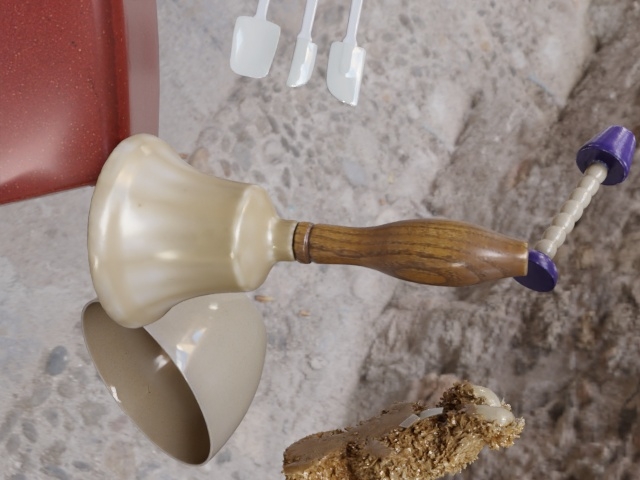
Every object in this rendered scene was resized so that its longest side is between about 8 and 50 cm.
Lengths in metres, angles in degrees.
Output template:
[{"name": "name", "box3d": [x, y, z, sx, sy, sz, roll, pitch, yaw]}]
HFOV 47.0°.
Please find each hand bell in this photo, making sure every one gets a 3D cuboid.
[{"name": "hand bell", "box3d": [0.000, 0.000, 0.443, 0.126, 0.242, 0.126, 3, 90, -74]}]

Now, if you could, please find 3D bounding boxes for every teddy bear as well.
[{"name": "teddy bear", "box3d": [0.119, 0.296, 1.018, 0.338, 0.245, 0.113, -22, 98, -14]}]

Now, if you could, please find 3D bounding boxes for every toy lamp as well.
[{"name": "toy lamp", "box3d": [0.355, -0.053, 1.013, 0.080, 0.080, 0.274, 47, 65, -21]}]

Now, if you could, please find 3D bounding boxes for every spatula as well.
[{"name": "spatula", "box3d": [-0.016, -0.296, 0.938, 0.168, 0.019, 0.242, 12, 70, -7]}]

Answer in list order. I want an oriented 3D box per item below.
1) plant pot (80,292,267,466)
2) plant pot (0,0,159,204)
[{"name": "plant pot", "box3d": [-0.190, 0.164, 1.100, 0.191, 0.284, 0.284, -35, 103, -37]}, {"name": "plant pot", "box3d": [-0.250, -0.142, 0.551, 0.268, 0.267, 0.235, -13, 97, -4]}]
